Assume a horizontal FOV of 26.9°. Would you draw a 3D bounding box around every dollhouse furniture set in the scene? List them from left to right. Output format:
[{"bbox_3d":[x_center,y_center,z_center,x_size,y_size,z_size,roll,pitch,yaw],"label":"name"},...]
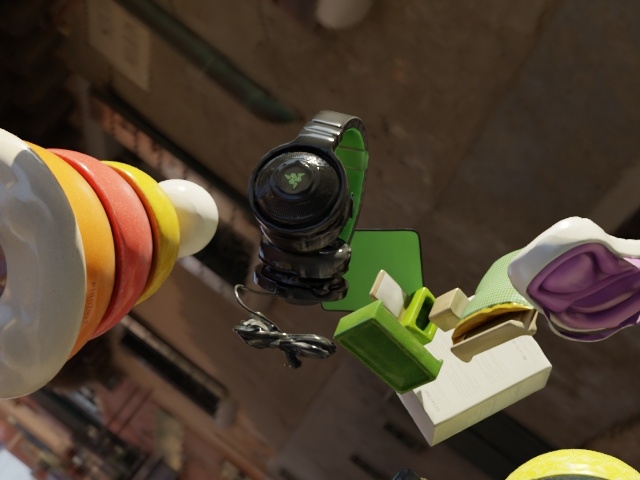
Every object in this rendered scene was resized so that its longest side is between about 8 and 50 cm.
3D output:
[{"bbox_3d":[0.197,0.080,2.039,0.301,0.151,0.197,-30,23,43],"label":"dollhouse furniture set"}]

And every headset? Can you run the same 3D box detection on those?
[{"bbox_3d":[0.000,0.000,1.748,0.394,0.185,0.243,-58,-24,-43],"label":"headset"}]

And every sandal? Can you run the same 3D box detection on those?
[{"bbox_3d":[0.360,0.075,1.701,0.169,0.102,0.416,-42,-29,22],"label":"sandal"}]

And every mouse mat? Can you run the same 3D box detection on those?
[{"bbox_3d":[0.082,0.052,2.251,0.007,0.190,0.152,-50,-43,-64],"label":"mouse mat"}]

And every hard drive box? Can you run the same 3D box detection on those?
[{"bbox_3d":[0.242,0.210,2.261,0.232,0.181,0.089,-24,-27,-14],"label":"hard drive box"}]

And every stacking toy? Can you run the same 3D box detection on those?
[{"bbox_3d":[-0.314,0.005,1.841,0.480,0.350,0.350,-12,-38,-54],"label":"stacking toy"}]

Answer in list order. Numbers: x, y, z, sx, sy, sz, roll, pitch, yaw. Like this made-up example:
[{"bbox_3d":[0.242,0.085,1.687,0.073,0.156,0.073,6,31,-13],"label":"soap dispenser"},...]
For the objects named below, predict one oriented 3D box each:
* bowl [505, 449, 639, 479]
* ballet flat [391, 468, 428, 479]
[{"bbox_3d":[0.400,0.420,2.077,0.289,0.290,0.156,-56,10,33],"label":"bowl"},{"bbox_3d":[0.181,0.422,2.075,0.074,0.203,0.074,-37,26,21],"label":"ballet flat"}]
